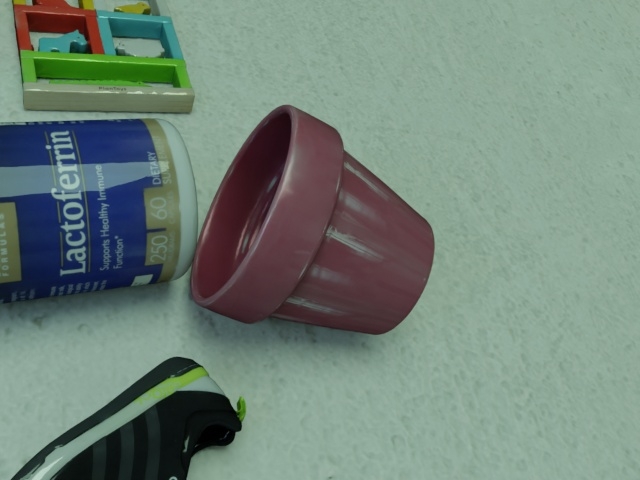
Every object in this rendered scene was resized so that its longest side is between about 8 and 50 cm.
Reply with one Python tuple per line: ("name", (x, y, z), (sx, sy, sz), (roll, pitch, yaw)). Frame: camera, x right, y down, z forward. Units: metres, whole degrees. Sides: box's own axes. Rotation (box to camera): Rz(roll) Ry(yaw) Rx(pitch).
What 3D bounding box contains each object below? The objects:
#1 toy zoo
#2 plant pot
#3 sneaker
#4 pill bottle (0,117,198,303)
("toy zoo", (-0.281, -0.271, 0.893), (0.192, 0.030, 0.293), (-4, 52, -25))
("plant pot", (0.000, 0.000, 0.678), (0.180, 0.201, 0.201), (25, 44, -21))
("sneaker", (-0.142, 0.176, 0.525), (0.097, 0.084, 0.234), (40, 48, 12))
("pill bottle", (-0.251, -0.025, 0.608), (0.264, 0.153, 0.153), (-7, 54, -27))
